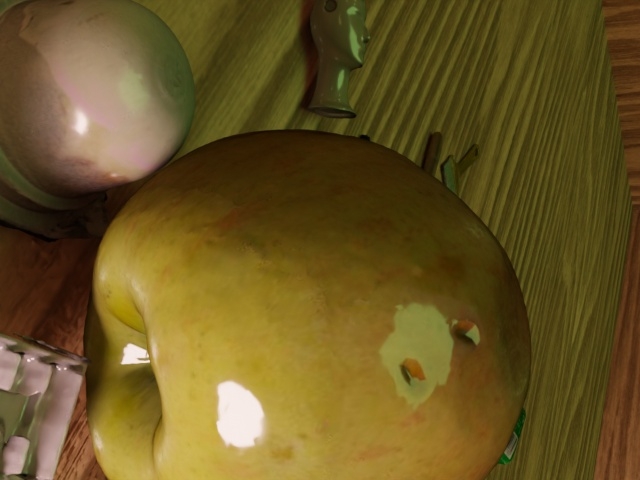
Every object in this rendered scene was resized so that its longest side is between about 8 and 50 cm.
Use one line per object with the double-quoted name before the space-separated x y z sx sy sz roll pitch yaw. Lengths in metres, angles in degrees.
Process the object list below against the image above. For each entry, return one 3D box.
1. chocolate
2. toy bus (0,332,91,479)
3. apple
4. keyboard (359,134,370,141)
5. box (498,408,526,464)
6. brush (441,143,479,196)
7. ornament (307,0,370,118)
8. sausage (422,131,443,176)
"chocolate" -0.169 -0.099 0.596 0.221 0.147 0.222 -14 106 -63
"toy bus" -0.259 0.072 0.441 0.301 0.139 0.113 39 59 -56
"apple" -0.023 0.085 0.609 0.305 0.338 0.339 -11 100 -49
"keyboard" 0.039 -0.064 1.097 0.196 0.018 0.060 -63 144 -37
"box" 0.202 0.252 1.232 0.250 0.180 0.103 51 51 -50
"brush" 0.267 -0.138 1.510 0.205 0.011 0.083 -45 127 -53
"ornament" 0.023 -0.236 1.005 0.074 0.081 0.156 6 90 -64
"sausage" 0.185 -0.128 1.349 0.024 0.024 0.132 54 47 -47
